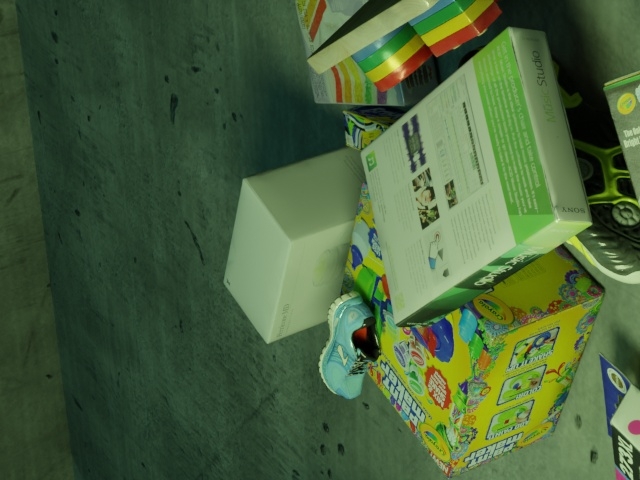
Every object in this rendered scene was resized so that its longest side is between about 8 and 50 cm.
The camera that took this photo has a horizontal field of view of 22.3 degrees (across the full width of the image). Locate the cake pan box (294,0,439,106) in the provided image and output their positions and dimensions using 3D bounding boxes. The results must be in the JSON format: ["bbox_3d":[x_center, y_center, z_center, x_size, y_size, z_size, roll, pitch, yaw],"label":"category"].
[{"bbox_3d":[0.052,-0.316,2.190,0.245,0.070,0.267,11,116,57],"label":"cake pan box"}]

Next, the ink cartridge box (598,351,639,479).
[{"bbox_3d":[0.420,0.303,1.839,0.371,0.069,0.176,50,164,40],"label":"ink cartridge box"}]

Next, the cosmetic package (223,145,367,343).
[{"bbox_3d":[0.000,0.000,2.303,0.138,0.224,0.224,54,149,31],"label":"cosmetic package"}]

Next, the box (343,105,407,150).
[{"bbox_3d":[0.100,-0.143,2.211,0.169,0.059,0.054,27,128,54],"label":"box"}]

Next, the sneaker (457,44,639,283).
[{"bbox_3d":[0.283,-0.075,1.855,0.385,0.145,0.147,-120,20,-43],"label":"sneaker"}]

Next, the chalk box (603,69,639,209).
[{"bbox_3d":[0.383,-0.128,1.620,0.132,0.132,0.213,-12,95,64],"label":"chalk box"}]

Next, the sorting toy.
[{"bbox_3d":[0.146,-0.282,1.854,0.089,0.257,0.255,50,151,-11],"label":"sorting toy"}]

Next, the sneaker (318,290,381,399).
[{"bbox_3d":[0.042,0.149,2.113,0.073,0.063,0.162,41,141,41],"label":"sneaker"}]

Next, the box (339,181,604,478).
[{"bbox_3d":[0.181,0.092,2.080,0.290,0.177,0.279,51,147,35],"label":"box"}]

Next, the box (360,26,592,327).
[{"bbox_3d":[0.166,-0.063,1.825,0.322,0.058,0.232,-39,56,53],"label":"box"}]
